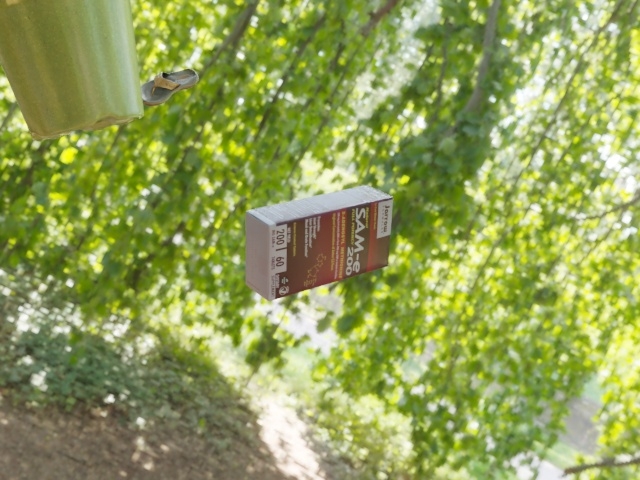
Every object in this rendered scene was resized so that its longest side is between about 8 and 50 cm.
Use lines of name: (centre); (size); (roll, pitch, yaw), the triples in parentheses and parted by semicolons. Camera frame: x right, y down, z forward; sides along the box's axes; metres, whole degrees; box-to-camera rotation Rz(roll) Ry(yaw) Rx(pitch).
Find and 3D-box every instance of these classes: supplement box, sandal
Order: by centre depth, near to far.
supplement box: (0.000, 0.000, 1.294); (0.239, 0.130, 0.073); (-15, 29, -33)
sandal: (-0.376, -0.389, 2.006); (0.072, 0.180, 0.049); (45, -34, 18)

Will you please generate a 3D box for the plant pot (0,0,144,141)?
plant pot: (-0.399, -0.298, 1.291); (0.276, 0.253, 0.276); (-12, 8, 2)
